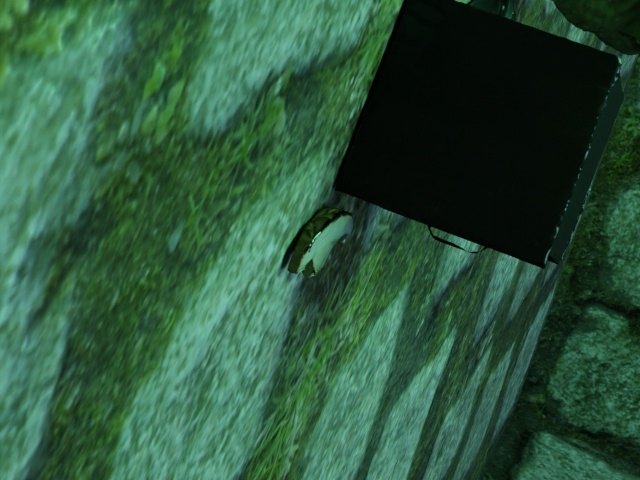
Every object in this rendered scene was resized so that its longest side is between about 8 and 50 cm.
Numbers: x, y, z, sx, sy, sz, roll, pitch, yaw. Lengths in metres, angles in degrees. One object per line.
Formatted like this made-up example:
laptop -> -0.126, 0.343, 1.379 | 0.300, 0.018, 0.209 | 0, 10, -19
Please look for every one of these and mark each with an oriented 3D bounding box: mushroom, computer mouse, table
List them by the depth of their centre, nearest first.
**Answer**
mushroom -> 0.000, 0.000, 1.090 | 0.101, 0.019, 0.049 | -34, 142, -64
table -> 0.134, -0.077, 1.181 | 0.193, 0.169, 0.172 | 15, 96, -78
computer mouse -> 0.157, -0.190, 1.364 | 0.135, 0.047, 0.079 | -58, 164, -46

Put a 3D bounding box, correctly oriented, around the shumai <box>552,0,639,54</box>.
shumai -> 0.332, -0.334, 1.484 | 0.218, 0.189, 0.256 | -46, 148, -41
